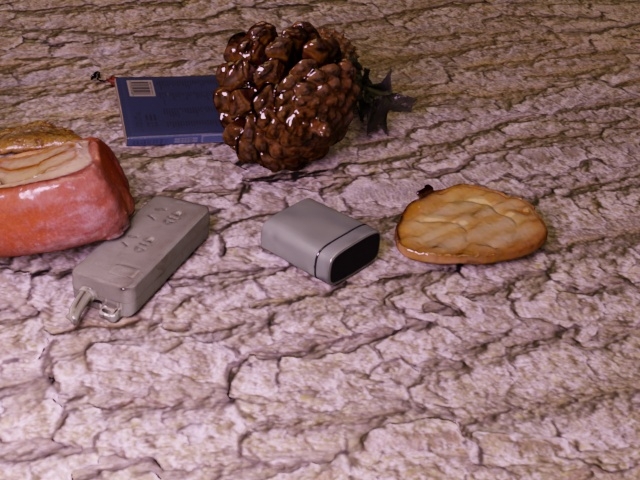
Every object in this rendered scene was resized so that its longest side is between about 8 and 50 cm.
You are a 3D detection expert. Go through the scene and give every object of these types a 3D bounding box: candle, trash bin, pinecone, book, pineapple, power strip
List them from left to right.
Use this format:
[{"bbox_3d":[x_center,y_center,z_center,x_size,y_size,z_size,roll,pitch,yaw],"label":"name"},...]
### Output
[{"bbox_3d":[-0.342,-0.284,1.913,0.168,0.021,0.026,12,33,9],"label":"candle"},{"bbox_3d":[-0.249,0.029,1.416,0.093,0.053,0.288,15,33,15],"label":"power strip"},{"bbox_3d":[-0.213,-0.230,1.830,0.269,0.025,0.190,-4,42,-16],"label":"book"},{"bbox_3d":[-0.061,-0.231,1.689,0.244,0.243,0.257,-9,15,-21],"label":"pinecone"},{"bbox_3d":[0.000,0.000,1.493,0.130,0.059,0.116,27,38,32],"label":"trash bin"},{"bbox_3d":[0.057,-0.296,1.894,0.119,0.130,0.277,-11,37,-27],"label":"pineapple"}]

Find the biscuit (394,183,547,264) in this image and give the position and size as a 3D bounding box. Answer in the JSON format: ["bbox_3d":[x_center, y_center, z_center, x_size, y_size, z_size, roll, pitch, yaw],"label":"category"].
[{"bbox_3d":[0.219,-0.020,1.580,0.260,0.041,0.203,-20,44,-33],"label":"biscuit"}]

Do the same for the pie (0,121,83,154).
[{"bbox_3d":[-0.465,-0.164,1.699,0.170,0.034,0.092,-2,35,-2],"label":"pie"}]

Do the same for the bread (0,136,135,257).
[{"bbox_3d":[-0.380,-0.053,1.415,0.244,0.123,0.190,-16,28,-8],"label":"bread"}]
